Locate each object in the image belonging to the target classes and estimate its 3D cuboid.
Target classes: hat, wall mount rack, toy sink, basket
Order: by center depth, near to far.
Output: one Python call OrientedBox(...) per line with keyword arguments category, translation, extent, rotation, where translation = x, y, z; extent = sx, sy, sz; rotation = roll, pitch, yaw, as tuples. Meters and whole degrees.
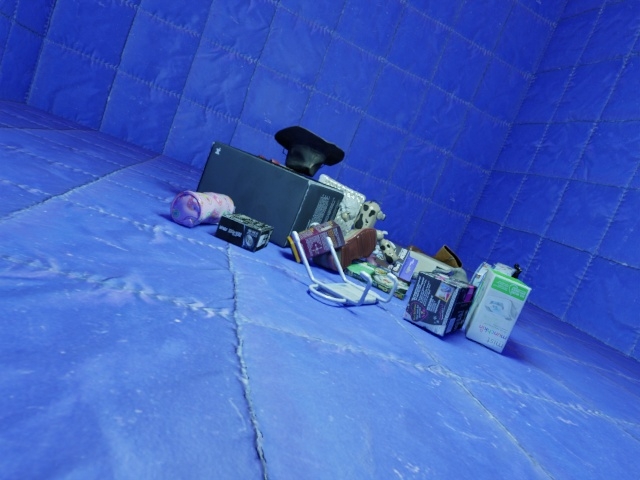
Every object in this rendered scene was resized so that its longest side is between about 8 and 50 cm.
OrientedBox(category="wall mount rack", translation=(0.063, 0.094, 1.296), extent=(0.304, 0.131, 0.350), rotation=(26, 8, 31))
OrientedBox(category="hat", translation=(-0.068, -0.346, 1.774), extent=(0.330, 0.134, 0.331), rotation=(20, -10, 4))
OrientedBox(category="toy sink", translation=(0.570, 0.163, 2.182), extent=(0.234, 0.131, 0.152), rotation=(27, 10, 38))
OrientedBox(category="basket", translation=(0.067, -0.156, 2.296), extent=(0.266, 0.329, 0.331), rotation=(26, 8, 3))

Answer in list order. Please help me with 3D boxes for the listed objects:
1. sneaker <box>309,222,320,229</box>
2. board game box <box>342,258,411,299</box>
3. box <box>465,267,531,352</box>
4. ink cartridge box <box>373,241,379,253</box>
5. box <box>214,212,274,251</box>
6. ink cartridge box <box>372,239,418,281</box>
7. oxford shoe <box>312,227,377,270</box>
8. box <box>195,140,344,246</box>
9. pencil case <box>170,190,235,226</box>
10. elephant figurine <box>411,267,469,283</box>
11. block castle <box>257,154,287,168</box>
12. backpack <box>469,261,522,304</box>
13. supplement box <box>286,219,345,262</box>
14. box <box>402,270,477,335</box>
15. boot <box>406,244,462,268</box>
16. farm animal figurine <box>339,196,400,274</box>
OrientedBox(category="sneaker", translation=(0.000, 0.000, 1.763), extent=(0.061, 0.158, 0.065), rotation=(-22, 23, 3))
OrientedBox(category="board game box", translation=(0.218, 0.142, 1.635), extent=(0.259, 0.031, 0.136), rotation=(24, 26, 16))
OrientedBox(category="box", translation=(0.603, 0.232, 1.449), extent=(0.126, 0.231, 0.262), rotation=(24, 9, 16))
OrientedBox(category="ink cartridge box", translation=(0.415, 0.083, 2.549), extent=(0.165, 0.065, 0.332), rotation=(13, 13, -45))
OrientedBox(category="box", translation=(-0.259, -0.031, 1.454), extent=(0.147, 0.078, 0.180), rotation=(22, 8, 3))
OrientedBox(category="ink cartridge box", translation=(0.352, 0.097, 1.999), extent=(0.208, 0.045, 0.206), rotation=(24, 41, 13))
OrientedBox(category="oxford shoe", translation=(0.105, 0.019, 1.664), extent=(0.130, 0.123, 0.348), rotation=(5, 16, 39))
OrientedBox(category="box", translation=(-0.211, -0.196, 1.891), extent=(0.479, 0.298, 0.471), rotation=(25, 7, 18))
OrientedBox(category="pencil case", translation=(-0.405, -0.110, 1.473), extent=(0.124, 0.124, 0.284), rotation=(23, 7, 8))
OrientedBox(category="elephant figurine", translation=(0.546, 0.198, 1.933), extent=(0.239, 0.186, 0.170), rotation=(11, 52, -2))
OrientedBox(category="block castle", translation=(-0.352, -0.364, 2.620), extent=(0.212, 0.303, 0.453), rotation=(17, 8, -23))
OrientedBox(category="backpack", translation=(0.814, 0.228, 1.997), extent=(0.212, 0.277, 0.263), rotation=(19, 13, 20))
OrientedBox(category="supplement box", translation=(-0.017, 0.002, 1.523), extent=(0.188, 0.081, 0.104), rotation=(-21, 17, -7))
OrientedBox(category="box", translation=(0.387, 0.197, 1.351), extent=(0.142, 0.164, 0.247), rotation=(22, 7, 32))
OrientedBox(category="boot", translation=(0.611, 0.091, 2.295), extent=(0.264, 0.096, 0.280), rotation=(53, -20, 11))
OrientedBox(category="farm animal figurine", translation=(0.203, -0.032, 1.878), extent=(0.329, 0.327, 0.172), rotation=(8, -8, 29))
